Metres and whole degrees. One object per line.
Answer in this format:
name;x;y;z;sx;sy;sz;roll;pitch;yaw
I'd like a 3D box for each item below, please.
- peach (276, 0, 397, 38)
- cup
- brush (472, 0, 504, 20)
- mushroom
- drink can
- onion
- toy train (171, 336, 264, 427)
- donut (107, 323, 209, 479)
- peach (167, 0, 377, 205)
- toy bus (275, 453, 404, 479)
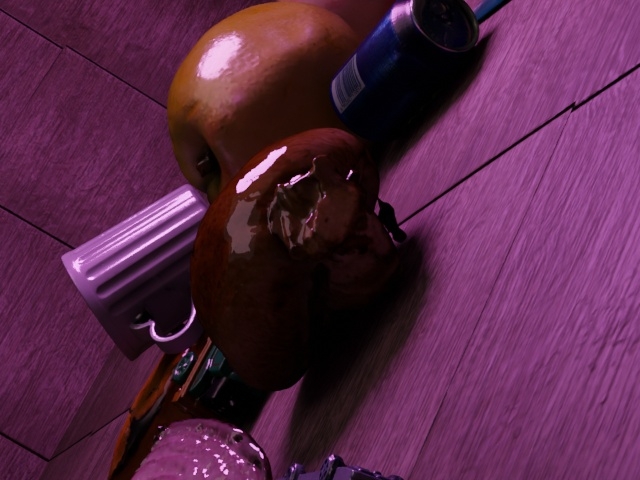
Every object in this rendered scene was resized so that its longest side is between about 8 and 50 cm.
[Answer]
peach;0.048;-0.429;2.244;0.292;0.247;0.292;-176;90;-86
cup;-0.202;0.058;1.821;0.202;0.221;0.167;-34;-19;-5
brush;0.210;-0.303;1.666;0.043;0.032;0.193;-62;12;-18
mushroom;-0.026;0.010;1.416;0.263;0.195;0.283;-58;9;-34
drink can;0.101;-0.214;1.681;0.205;0.118;0.118;-44;17;50
onion;-0.121;0.301;1.301;0.247;0.111;0.250;5;50;53
toy train;-0.094;0.136;1.663;0.136;0.091;0.228;-17;41;59
donut;-0.203;0.225;1.833;0.253;0.118;0.253;-52;12;16
peach;-0.060;-0.176;1.881;0.316;0.281;0.314;-49;0;-17
toy bus;0.011;0.208;1.041;0.190;0.064;0.075;145;143;-65
